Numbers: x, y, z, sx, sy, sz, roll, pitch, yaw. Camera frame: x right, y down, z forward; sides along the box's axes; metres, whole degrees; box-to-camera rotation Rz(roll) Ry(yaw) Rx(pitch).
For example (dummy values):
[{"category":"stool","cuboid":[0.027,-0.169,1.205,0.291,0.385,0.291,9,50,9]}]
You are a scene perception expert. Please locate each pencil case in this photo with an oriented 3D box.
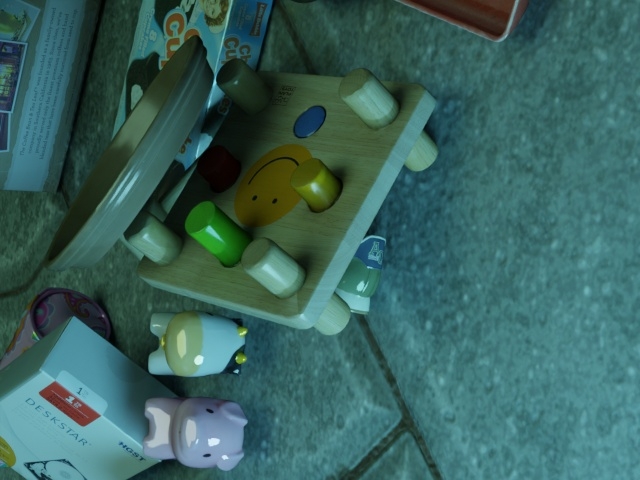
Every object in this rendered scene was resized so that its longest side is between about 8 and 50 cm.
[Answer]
[{"category":"pencil case","cuboid":[-0.380,0.187,1.789,0.284,0.124,0.124,-53,50,36]}]

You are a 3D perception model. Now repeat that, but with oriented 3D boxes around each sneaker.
[{"category":"sneaker","cuboid":[0.000,0.000,1.374,0.192,0.064,0.086,33,106,47]}]

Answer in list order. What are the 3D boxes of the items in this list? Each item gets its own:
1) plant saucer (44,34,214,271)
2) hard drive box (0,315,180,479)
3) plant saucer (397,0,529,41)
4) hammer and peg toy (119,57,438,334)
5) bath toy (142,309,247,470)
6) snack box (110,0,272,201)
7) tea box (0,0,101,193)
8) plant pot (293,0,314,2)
[{"category":"plant saucer","cuboid":[-0.187,-0.081,1.358,0.278,0.041,0.278,-51,16,21]},{"category":"hard drive box","cuboid":[-0.298,0.211,1.625,0.232,0.181,0.089,-35,21,45]},{"category":"plant saucer","cuboid":[0.134,-0.334,1.232,0.258,0.048,0.259,34,113,47]},{"category":"hammer and peg toy","cuboid":[-0.073,-0.063,1.331,0.361,0.127,0.266,13,68,47]},{"category":"bath toy","cuboid":[-0.128,0.189,1.477,0.151,0.129,0.348,26,-113,-84]},{"category":"snack box","cuboid":[-0.162,-0.161,1.578,0.187,0.060,0.322,31,112,47]},{"category":"tea box","cuboid":[-0.487,-0.275,1.861,0.323,0.220,0.329,37,117,46]},{"category":"plant pot","cuboid":[-0.087,-0.383,1.321,0.263,0.229,0.263,-171,90,-67]}]
